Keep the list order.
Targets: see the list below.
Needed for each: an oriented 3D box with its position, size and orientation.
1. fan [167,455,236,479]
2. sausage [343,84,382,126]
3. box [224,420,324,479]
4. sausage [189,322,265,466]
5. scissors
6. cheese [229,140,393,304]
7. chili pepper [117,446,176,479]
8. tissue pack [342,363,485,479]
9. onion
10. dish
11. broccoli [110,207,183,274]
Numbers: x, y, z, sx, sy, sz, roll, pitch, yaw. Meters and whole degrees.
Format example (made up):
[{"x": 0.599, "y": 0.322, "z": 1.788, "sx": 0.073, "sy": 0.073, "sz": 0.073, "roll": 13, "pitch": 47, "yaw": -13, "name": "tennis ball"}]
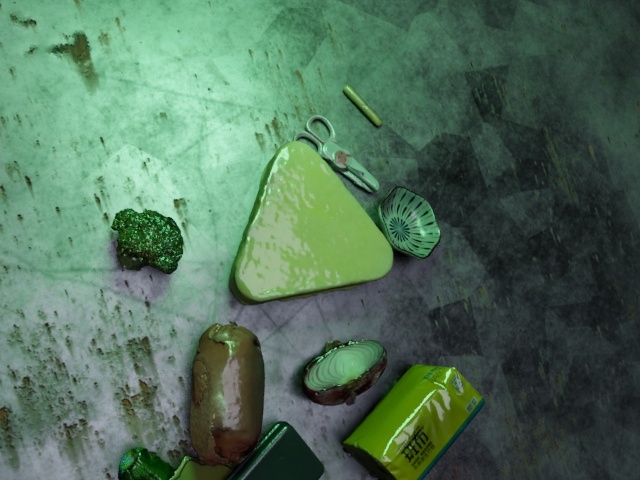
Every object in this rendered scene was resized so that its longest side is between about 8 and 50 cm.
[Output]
[{"x": -0.226, "y": 0.588, "z": 1.214, "sx": 0.229, "sy": 0.011, "sz": 0.335, "roll": -16, "pitch": 97, "yaw": -36, "name": "fan"}, {"x": 0.109, "y": -0.342, "z": 1.549, "sx": 0.132, "sy": 0.024, "sz": 0.024, "roll": 46, "pitch": 68, "yaw": -5, "name": "sausage"}, {"x": -0.109, "y": 0.507, "z": 1.262, "sx": 0.230, "sy": 0.050, "sz": 0.160, "roll": -44, "pitch": 110, "yaw": -27, "name": "box"}, {"x": -0.190, "y": 0.309, "z": 1.239, "sx": 0.152, "sy": 0.152, "sz": 0.280, "roll": 4, "pitch": 75, "yaw": -19, "name": "sausage"}, {"x": 0.048, "y": -0.201, "z": 1.495, "sx": 0.242, "sy": 0.030, "sz": 0.118, "roll": 38, "pitch": 69, "yaw": -5, "name": "scissors"}, {"x": 0.000, "y": 0.001, "z": 1.397, "sx": 0.383, "sy": 0.104, "sz": 0.384, "roll": 4, "pitch": 78, "yaw": -20, "name": "cheese"}, {"x": -0.302, "y": 0.489, "z": 1.208, "sx": 0.224, "sy": 0.061, "sz": 0.098, "roll": 43, "pitch": 64, "yaw": -28, "name": "chili pepper"}, {"x": 0.200, "y": 0.402, "z": 1.345, "sx": 0.271, "sy": 0.192, "sz": 0.134, "roll": -43, "pitch": 97, "yaw": -23, "name": "tissue pack"}, {"x": 0.055, "y": 0.300, "z": 1.365, "sx": 0.205, "sy": 0.151, "sz": 0.098, "roll": -21, "pitch": 121, "yaw": -12, "name": "onion"}, {"x": 0.203, "y": -0.034, "z": 1.490, "sx": 0.190, "sy": 0.066, "sz": 0.191, "roll": 15, "pitch": 61, "yaw": -28, "name": "dish"}, {"x": -0.358, "y": -0.001, "z": 1.258, "sx": 0.138, "sy": 0.146, "sz": 0.162, "roll": -38, "pitch": 115, "yaw": 9, "name": "broccoli"}]
